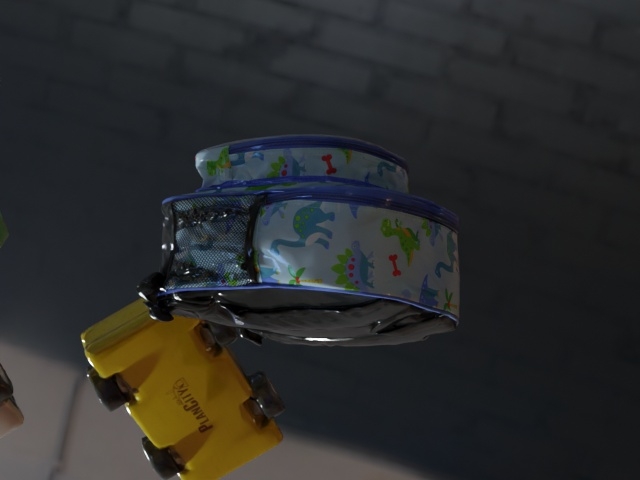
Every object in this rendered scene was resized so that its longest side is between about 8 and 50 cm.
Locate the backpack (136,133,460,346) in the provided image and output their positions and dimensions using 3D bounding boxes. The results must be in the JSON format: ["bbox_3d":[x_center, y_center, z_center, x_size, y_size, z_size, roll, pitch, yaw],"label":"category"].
[{"bbox_3d":[0.000,0.000,0.819,0.114,0.084,0.105,0,170,32],"label":"backpack"}]

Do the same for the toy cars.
[{"bbox_3d":[-0.187,0.076,1.295,0.393,0.176,0.087,8,-145,-35],"label":"toy cars"}]

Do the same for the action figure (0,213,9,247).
[{"bbox_3d":[-0.216,-0.050,1.023,0.137,0.232,0.063,-29,-110,-31],"label":"action figure"}]
